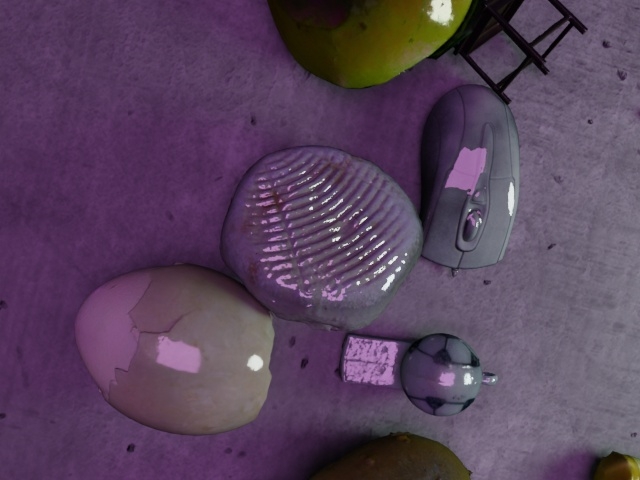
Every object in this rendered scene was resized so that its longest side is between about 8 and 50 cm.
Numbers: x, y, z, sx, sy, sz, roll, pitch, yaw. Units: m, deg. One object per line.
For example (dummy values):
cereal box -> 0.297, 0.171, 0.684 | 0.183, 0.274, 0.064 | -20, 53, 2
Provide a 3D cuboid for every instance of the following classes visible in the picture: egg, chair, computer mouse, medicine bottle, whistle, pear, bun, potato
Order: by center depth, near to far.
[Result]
pear -> 0.064, -0.455, 0.987 | 0.398, 0.165, 0.399 | 3, 97, 24
egg -> -0.244, 0.174, 1.002 | 0.336, 0.278, 0.279 | 16, 91, -11
bun -> -0.003, -0.005, 1.049 | 0.354, 0.194, 0.355 | 5, 63, -9
potato -> 0.113, 0.474, 1.050 | 0.359, 0.219, 0.270 | 6, 56, -20
chair -> 0.316, -0.400, 1.082 | 0.141, 0.154, 0.260 | -37, 82, -19
whistle -> 0.188, 0.244, 1.105 | 0.289, 0.163, 0.164 | 6, 92, -5
computer mouse -> 0.282, -0.111, 1.123 | 0.188, 0.122, 0.371 | 6, 95, -4
medicine bottle -> 0.659, 0.501, 1.174 | 0.238, 0.124, 0.124 | 19, 90, -4
